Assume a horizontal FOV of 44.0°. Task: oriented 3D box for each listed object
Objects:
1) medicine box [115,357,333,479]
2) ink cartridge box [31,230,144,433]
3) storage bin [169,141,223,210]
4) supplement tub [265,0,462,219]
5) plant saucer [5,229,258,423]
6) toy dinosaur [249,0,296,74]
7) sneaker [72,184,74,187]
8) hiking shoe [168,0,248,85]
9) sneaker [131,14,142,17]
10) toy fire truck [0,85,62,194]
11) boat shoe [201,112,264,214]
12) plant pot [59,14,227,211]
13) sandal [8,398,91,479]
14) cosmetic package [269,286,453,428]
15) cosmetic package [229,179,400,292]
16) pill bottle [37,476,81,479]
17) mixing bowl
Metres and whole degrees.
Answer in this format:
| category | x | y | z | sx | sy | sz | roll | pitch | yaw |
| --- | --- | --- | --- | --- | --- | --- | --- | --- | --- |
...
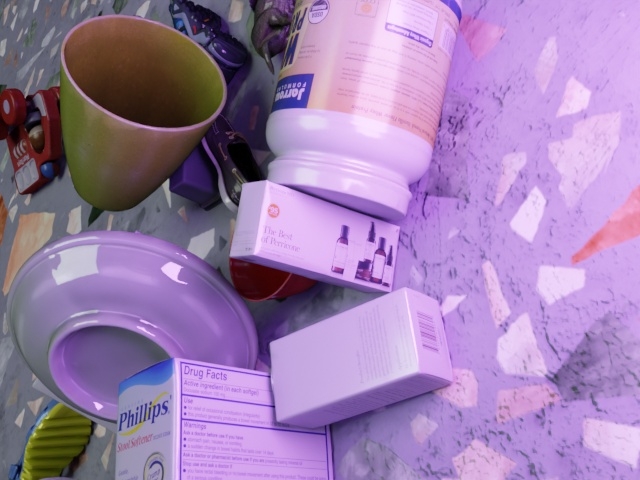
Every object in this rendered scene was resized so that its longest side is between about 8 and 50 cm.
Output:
| category | x | y | z | sx | sy | sz | roll | pitch | yaw |
| --- | --- | --- | --- | --- | --- | --- | --- | --- | --- |
| medicine box | -0.124 | 0.325 | 1.059 | 0.149 | 0.263 | 0.289 | -28 | 56 | 41 |
| ink cartridge box | -0.299 | 0.190 | 1.385 | 0.309 | 0.272 | 0.130 | -50 | 13 | 24 |
| storage bin | -0.239 | -0.135 | 1.506 | 0.098 | 0.091 | 0.135 | -25 | 57 | 43 |
| supplement tub | 0.054 | -0.202 | 1.071 | 0.228 | 0.228 | 0.316 | 5 | 80 | 51 |
| plant saucer | -0.299 | 0.173 | 1.220 | 0.400 | 0.400 | 0.100 | -45 | 21 | 30 |
| toy dinosaur | -0.076 | -0.403 | 1.417 | 0.160 | 0.121 | 0.313 | -39 | 53 | 50 |
| sneaker | -0.533 | -0.146 | 1.899 | 0.166 | 0.065 | 0.076 | -1 | 59 | 47 |
| hiking shoe | -0.258 | -0.397 | 1.608 | 0.132 | 0.113 | 0.304 | -57 | 40 | 22 |
| sneaker | -0.464 | -0.511 | 1.941 | 0.185 | 0.069 | 0.084 | 26 | 88 | 45 |
| toy fire truck | -0.788 | -0.279 | 2.186 | 0.302 | 0.169 | 0.253 | -19 | 87 | 46 |
| boat shoe | -0.154 | -0.152 | 1.425 | 0.069 | 0.081 | 0.227 | -41 | 55 | 30 |
| plant pot | -0.341 | -0.194 | 1.403 | 0.293 | 0.275 | 0.274 | -57 | 39 | 44 |
| sandal | -0.592 | 0.450 | 1.693 | 0.317 | 0.126 | 0.138 | -61 | 36 | 12 |
| cosmetic package | 0.047 | 0.159 | 1.032 | 0.231 | 0.085 | 0.117 | -25 | 57 | 32 |
| cosmetic package | 0.000 | 0.000 | 1.051 | 0.060 | 0.239 | 0.098 | -7 | 72 | 50 |
| pill bottle | -0.547 | 0.651 | 1.478 | 0.392 | 0.224 | 0.224 | -54 | 42 | 22 |
| mixing bowl | -0.049 | 0.013 | 1.217 | 0.181 | 0.098 | 0.181 | -20 | 62 | 45 |
